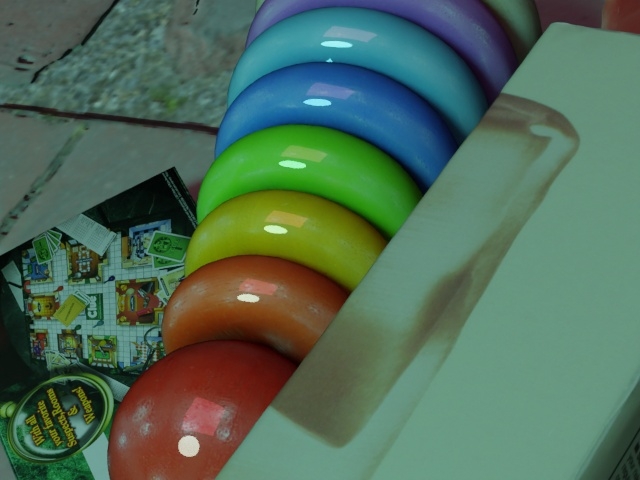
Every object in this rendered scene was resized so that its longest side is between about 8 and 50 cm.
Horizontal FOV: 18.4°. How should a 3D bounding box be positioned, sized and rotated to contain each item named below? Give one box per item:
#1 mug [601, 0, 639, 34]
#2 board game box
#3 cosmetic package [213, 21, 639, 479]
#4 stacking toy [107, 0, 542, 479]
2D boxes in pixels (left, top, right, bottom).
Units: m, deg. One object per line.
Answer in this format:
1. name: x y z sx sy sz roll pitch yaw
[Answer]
1. mug: 0.227 -0.091 0.837 0.113 0.150 0.169 -42 7 -35
2. board game box: -0.081 0.072 0.902 0.136 0.030 0.259 -25 41 -7
3. cosmetic package: 0.083 0.072 0.737 0.129 0.153 0.296 15 52 34
4. stacking toy: 0.000 0.000 0.843 0.141 0.141 0.330 -2 42 22
